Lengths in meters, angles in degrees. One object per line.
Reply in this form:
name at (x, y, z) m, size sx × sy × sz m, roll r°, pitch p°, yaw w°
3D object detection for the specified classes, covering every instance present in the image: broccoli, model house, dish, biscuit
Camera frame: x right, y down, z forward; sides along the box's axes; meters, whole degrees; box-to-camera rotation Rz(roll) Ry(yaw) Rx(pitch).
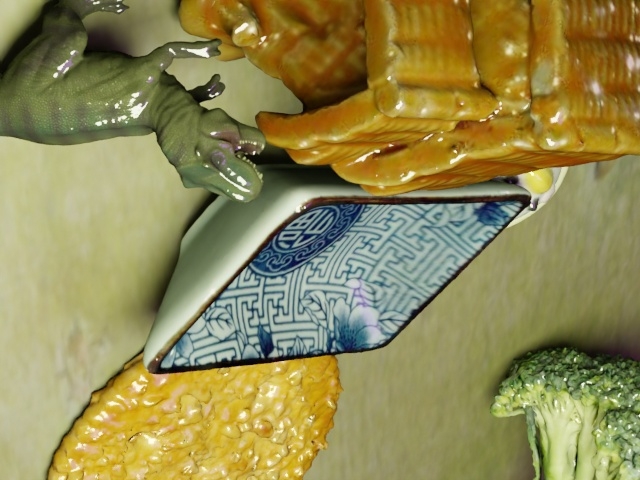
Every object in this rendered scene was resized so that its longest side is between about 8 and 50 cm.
broccoli at (0.194, 0.246, 1.606) m, size 0.361 × 0.252 × 0.221 m, roll -35°, pitch 146°, yaw 27°
model house at (0.078, -0.124, 1.121) m, size 0.219 × 0.229 × 0.199 m, roll -57°, pitch 148°, yaw 11°
dish at (0.000, 0.000, 1.250) m, size 0.243 × 0.080 × 0.182 m, roll -2°, pitch 143°, yaw -49°
biscuit at (-0.087, 0.154, 1.361) m, size 0.254 × 0.035 × 0.254 m, roll -26°, pitch 137°, yaw -26°

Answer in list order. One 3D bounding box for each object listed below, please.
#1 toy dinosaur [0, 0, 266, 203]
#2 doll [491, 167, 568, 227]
toy dinosaur at (-0.134, -0.054, 1.032) m, size 0.179 × 0.187 × 0.087 m, roll -57°, pitch 150°, yaw -35°
doll at (0.181, -0.102, 1.326) m, size 0.296 × 0.117 × 0.141 m, roll -49°, pitch 140°, yaw 2°
